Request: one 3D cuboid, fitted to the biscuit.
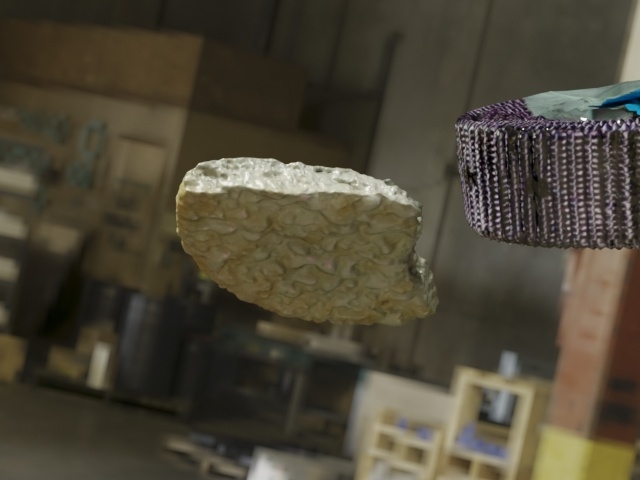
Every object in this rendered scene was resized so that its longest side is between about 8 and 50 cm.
[{"bbox_3d":[0.000,0.000,1.557,0.188,0.040,0.265,-29,-43,32],"label":"biscuit"}]

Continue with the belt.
[{"bbox_3d":[0.263,-0.058,1.480,0.324,0.122,0.260,-3,10,17],"label":"belt"}]
